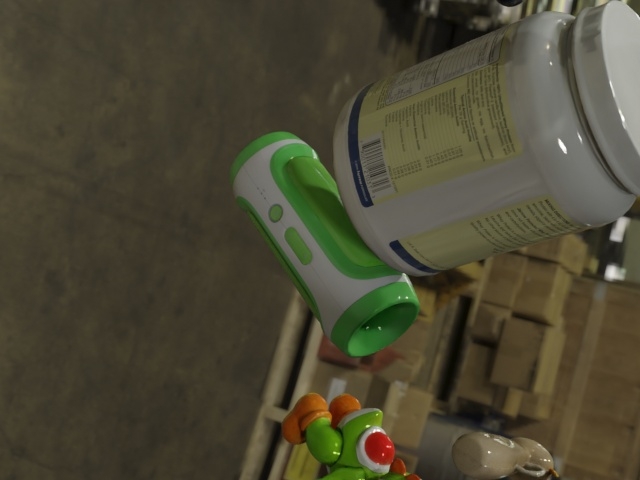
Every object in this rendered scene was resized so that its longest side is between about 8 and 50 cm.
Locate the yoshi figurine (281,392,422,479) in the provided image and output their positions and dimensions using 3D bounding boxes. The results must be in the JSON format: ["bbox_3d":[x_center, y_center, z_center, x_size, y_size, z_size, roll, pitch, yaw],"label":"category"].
[{"bbox_3d":[0.075,0.436,1.845,0.203,0.362,0.203,-34,137,-10],"label":"yoshi figurine"}]

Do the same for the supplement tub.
[{"bbox_3d":[0.202,-0.107,1.169,0.235,0.324,0.235,27,55,-45],"label":"supplement tub"}]

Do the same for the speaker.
[{"bbox_3d":[0.000,0.000,1.350,0.131,0.296,0.131,-26,150,-16],"label":"speaker"}]

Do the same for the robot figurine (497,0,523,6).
[{"bbox_3d":[0.154,-0.365,1.111,0.278,0.173,0.209,-49,151,-50],"label":"robot figurine"}]

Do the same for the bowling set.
[{"bbox_3d":[0.219,0.285,0.867,0.154,0.287,0.200,17,95,-51],"label":"bowling set"}]
